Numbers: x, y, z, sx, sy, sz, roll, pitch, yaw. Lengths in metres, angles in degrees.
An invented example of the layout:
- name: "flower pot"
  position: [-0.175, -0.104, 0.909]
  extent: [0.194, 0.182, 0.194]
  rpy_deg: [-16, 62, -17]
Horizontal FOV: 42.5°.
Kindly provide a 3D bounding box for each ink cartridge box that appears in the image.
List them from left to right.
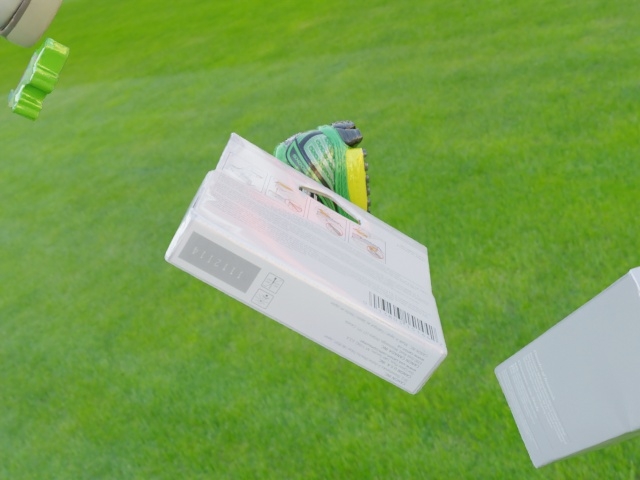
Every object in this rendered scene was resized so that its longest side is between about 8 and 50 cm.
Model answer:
- name: "ink cartridge box"
  position: [-0.006, 0.015, 0.924]
  extent: [0.066, 0.296, 0.261]
  rpy_deg: [-56, 11, 21]

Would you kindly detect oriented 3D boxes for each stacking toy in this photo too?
- name: "stacking toy"
  position: [-0.297, -0.080, 0.544]
  extent: [0.221, 0.167, 0.052]
  rpy_deg: [-52, 40, 16]

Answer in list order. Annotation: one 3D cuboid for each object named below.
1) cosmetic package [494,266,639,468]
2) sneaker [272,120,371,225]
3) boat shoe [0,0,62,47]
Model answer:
- name: "cosmetic package"
  position: [0.246, 0.095, 0.634]
  extent: [0.127, 0.238, 0.107]
  rpy_deg: [-12, 66, -19]
- name: "sneaker"
  position: [0.000, 0.000, 1.228]
  extent: [0.146, 0.344, 0.134]
  rpy_deg: [-11, 15, -10]
- name: "boat shoe"
  position: [-0.292, -0.266, 0.691]
  extent: [0.113, 0.103, 0.302]
  rpy_deg: [-56, 40, 13]
